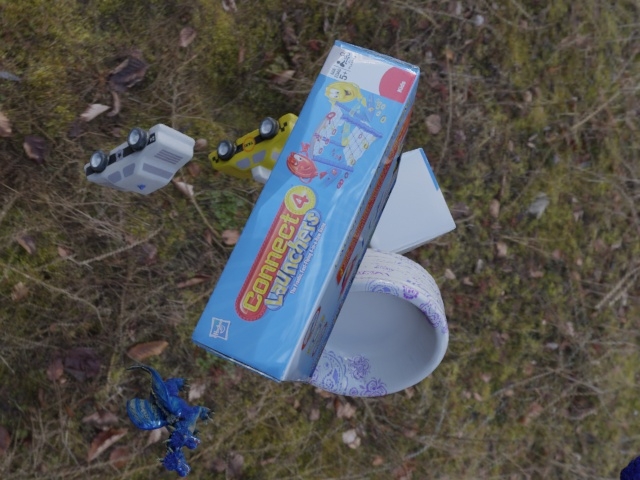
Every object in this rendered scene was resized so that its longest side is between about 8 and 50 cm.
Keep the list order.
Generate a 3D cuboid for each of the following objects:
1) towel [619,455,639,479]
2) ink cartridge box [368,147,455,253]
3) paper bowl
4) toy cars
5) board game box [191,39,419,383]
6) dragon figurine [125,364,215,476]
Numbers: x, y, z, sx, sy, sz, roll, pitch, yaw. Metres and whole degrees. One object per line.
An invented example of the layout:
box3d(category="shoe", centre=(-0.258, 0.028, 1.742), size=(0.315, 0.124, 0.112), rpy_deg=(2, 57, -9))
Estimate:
box3d(category="towel", centre=(0.250, 0.308, 0.312), size=(0.227, 0.076, 0.308), rpy_deg=(43, 46, -24))
box3d(category="ink cartridge box", centre=(0.135, -0.053, 1.148), size=(0.168, 0.233, 0.171), rpy_deg=(-22, 84, -8))
box3d(category="paper bowl", centre=(0.073, 0.131, 0.990), size=(0.284, 0.284, 0.148), rpy_deg=(52, 25, -31))
box3d(category="toy cars", centre=(-0.199, -0.127, 0.957), size=(0.393, 0.176, 0.087), rpy_deg=(-8, 72, -12))
box3d(category="board game box", centre=(0.000, 0.000, 0.628), size=(0.302, 0.086, 0.308), rpy_deg=(78, 36, -75))
box3d(category="dragon figurine", centre=(-0.290, 0.298, 1.028), size=(0.085, 0.289, 0.144), rpy_deg=(-49, 151, 0))
